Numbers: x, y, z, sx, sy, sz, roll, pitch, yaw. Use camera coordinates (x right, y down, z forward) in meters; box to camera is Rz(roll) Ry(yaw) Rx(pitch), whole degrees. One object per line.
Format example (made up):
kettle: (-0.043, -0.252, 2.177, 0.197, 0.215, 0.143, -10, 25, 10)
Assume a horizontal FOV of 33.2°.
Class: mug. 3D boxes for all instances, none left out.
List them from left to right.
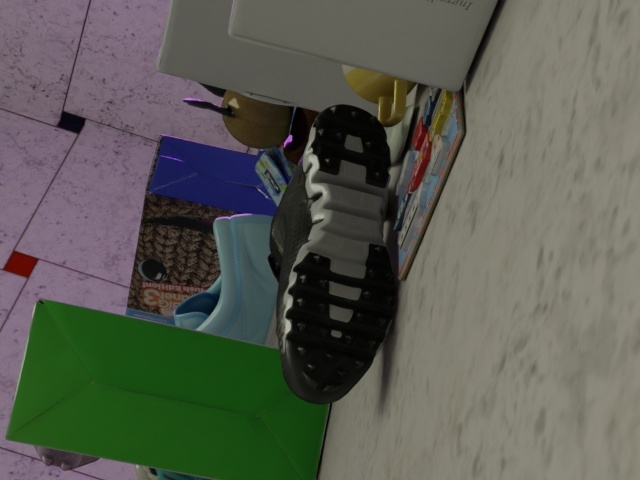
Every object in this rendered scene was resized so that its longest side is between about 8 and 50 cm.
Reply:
mug: (0.059, -0.132, 0.804, 0.078, 0.062, 0.064, 61, 163, -3)

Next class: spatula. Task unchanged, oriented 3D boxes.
spatula: (0.035, -0.027, 0.925, 0.242, 0.019, 0.168, -158, 79, -83)

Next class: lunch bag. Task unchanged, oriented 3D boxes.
lunch bag: (-0.041, -0.118, 1.466, 0.129, 0.096, 0.151, 147, 121, -77)

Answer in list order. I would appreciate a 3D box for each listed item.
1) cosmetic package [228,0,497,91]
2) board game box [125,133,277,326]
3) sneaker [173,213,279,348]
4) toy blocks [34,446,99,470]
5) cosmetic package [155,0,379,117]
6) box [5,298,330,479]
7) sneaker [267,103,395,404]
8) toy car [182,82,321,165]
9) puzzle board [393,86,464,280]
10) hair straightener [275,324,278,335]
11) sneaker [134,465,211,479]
cosmetic package: (0.041, -0.216, 0.640, 0.184, 0.151, 0.151, 109, 172, -45)
board game box: (-0.171, 0.005, 1.702, 0.141, 0.232, 0.291, -84, 8, -45)
sneaker: (-0.113, 0.130, 1.318, 0.135, 0.150, 0.366, -95, 19, -73)
toy blocks: (-0.211, 0.369, 1.130, 0.260, 0.288, 0.309, -86, 12, -77)
cosmetic package: (-0.001, -0.318, 0.949, 0.156, 0.217, 0.385, -86, 13, -57)
box: (-0.136, 0.145, 0.998, 0.231, 0.262, 0.127, 136, 146, -77)
sneaker: (0.003, 0.020, 0.775, 0.106, 0.078, 0.234, 125, 155, -53)
toy car: (-0.053, -0.156, 1.173, 0.155, 0.188, 0.149, -89, 13, -60)
puzzle board: (0.069, -0.051, 0.711, 0.096, 0.011, 0.128, -84, 9, -48)
hair straightener: (0.000, 0.000, 1.040, 0.230, 0.047, 0.089, -72, -4, -56)
sneaker: (-0.151, 0.295, 1.283, 0.107, 0.110, 0.275, -39, -65, -58)
